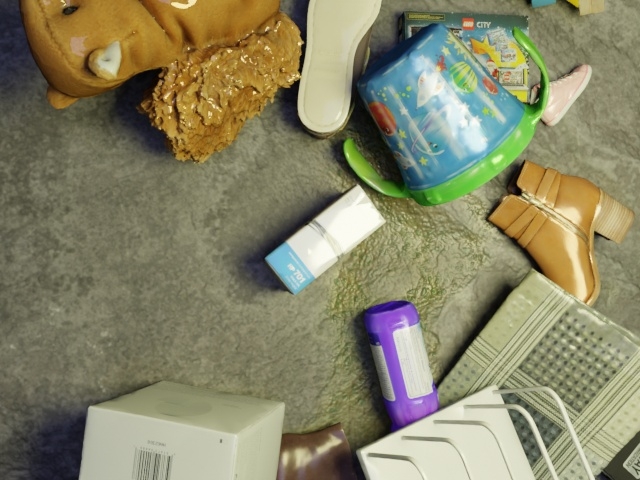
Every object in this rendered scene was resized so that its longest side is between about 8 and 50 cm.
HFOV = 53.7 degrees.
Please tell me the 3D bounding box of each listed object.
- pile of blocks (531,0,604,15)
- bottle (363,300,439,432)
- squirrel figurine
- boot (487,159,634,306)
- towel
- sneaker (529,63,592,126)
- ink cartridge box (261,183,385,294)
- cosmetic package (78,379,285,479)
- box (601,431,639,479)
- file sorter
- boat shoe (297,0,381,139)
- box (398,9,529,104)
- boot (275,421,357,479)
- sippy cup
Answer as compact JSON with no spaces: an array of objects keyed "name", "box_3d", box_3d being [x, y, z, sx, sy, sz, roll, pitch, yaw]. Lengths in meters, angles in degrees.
[{"name":"pile of blocks","box_3d":[0.360,-0.530,1.145,0.362,0.149,0.112,33,42,-15]},{"name":"bottle","box_3d":[0.149,0.247,1.082,0.092,0.118,0.282,-14,90,-2]},{"name":"squirrel figurine","box_3d":[-0.218,-0.297,0.928,0.396,0.281,0.370,57,50,-29]},{"name":"boot","box_3d":[0.400,0.012,1.132,0.220,0.109,0.283,27,97,1]},{"name":"towel","box_3d":[0.396,0.255,1.092,0.312,0.056,0.324,37,104,7]},{"name":"sneaker","box_3d":[0.438,-0.283,1.164,0.070,0.051,0.134,36,89,-11]},{"name":"ink cartridge box","box_3d":[0.000,0.000,1.054,0.191,0.139,0.082,-37,93,-7]},{"name":"cosmetic package","box_3d":[-0.196,0.310,0.950,0.224,0.225,0.138,7,90,14]},{"name":"box","box_3d":[0.660,0.353,1.172,0.242,0.076,0.307,42,84,-6]},{"name":"file sorter","box_3d":[0.238,0.351,0.941,0.278,0.173,0.192,-17,82,-26]},{"name":"boat shoe","box_3d":[0.032,-0.334,1.086,0.117,0.097,0.324,11,87,4]},{"name":"box","box_3d":[0.259,-0.326,1.143,0.233,0.044,0.159,0,89,-8]},{"name":"boot","box_3d":[-0.032,0.447,1.067,0.207,0.090,0.248,-12,87,-6]},{"name":"sippy cup","box_3d":[0.185,-0.212,1.014,0.305,0.240,0.224,-41,107,-5]}]
